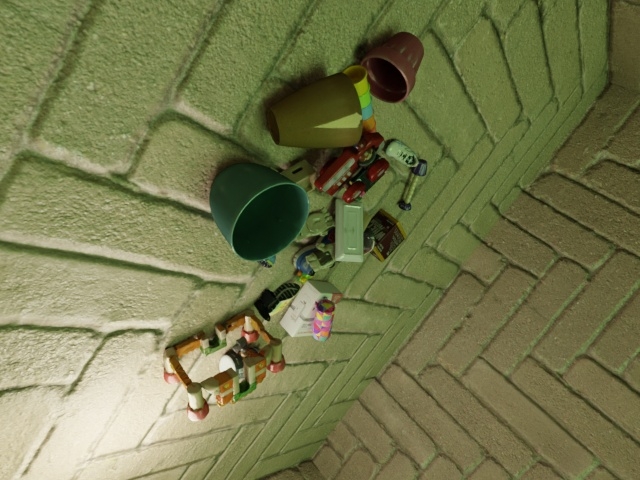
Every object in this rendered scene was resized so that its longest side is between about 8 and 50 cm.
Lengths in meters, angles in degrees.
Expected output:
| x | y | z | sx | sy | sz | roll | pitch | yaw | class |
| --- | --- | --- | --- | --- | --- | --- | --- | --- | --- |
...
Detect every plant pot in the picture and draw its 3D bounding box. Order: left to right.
| x | y | z | sx | sy | sz | roll | pitch | yaw | class |
| --- | --- | --- | --- | --- | --- | --- | --- | --- | --- |
| -0.223 | -0.117 | 1.408 | 0.293 | 0.235 | 0.292 | -31 | 144 | -26 | plant pot |
| -0.032 | -0.388 | 1.385 | 0.255 | 0.237 | 0.237 | -19 | 139 | -17 | plant pot |
| 0.262 | -0.614 | 1.508 | 0.180 | 0.202 | 0.201 | -55 | 150 | -18 | plant pot |

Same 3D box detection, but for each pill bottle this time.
| x | y | z | sx | sy | sz | roll | pitch | yaw | class |
| --- | --- | --- | --- | --- | --- | --- | --- | --- | --- |
| -0.353 | 0.590 | 2.095 | 0.246 | 0.130 | 0.130 | -3 | 127 | -48 | pill bottle |

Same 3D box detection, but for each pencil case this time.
| x | y | z | sx | sy | sz | roll | pitch | yaw | class |
| --- | --- | --- | --- | --- | --- | --- | --- | --- | --- |
| 0.013 | 0.388 | 2.123 | 0.105 | 0.104 | 0.236 | -24 | 137 | -32 | pencil case |

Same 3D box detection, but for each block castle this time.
| x | y | z | sx | sy | sz | roll | pitch | yaw | class |
| --- | --- | --- | --- | --- | --- | --- | --- | --- | --- |
| -0.394 | 0.517 | 1.817 | 0.454 | 0.303 | 0.212 | -24 | 134 | -33 | block castle |

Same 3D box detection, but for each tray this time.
| x | y | z | sx | sy | sz | roll | pitch | yaw | class |
| --- | --- | --- | --- | --- | --- | --- | --- | --- | --- |
| 0.132 | -0.043 | 1.877 | 0.145 | 0.030 | 0.269 | 4 | 83 | -28 | tray |

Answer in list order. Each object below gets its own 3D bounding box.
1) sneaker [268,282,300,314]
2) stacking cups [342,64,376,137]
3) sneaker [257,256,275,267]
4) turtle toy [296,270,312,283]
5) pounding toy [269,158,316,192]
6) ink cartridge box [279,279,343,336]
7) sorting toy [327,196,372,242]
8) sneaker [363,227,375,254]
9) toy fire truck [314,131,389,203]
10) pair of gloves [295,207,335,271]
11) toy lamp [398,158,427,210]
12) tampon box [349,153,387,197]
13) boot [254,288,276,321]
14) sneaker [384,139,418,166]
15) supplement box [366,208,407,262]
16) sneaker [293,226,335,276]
| x | y | z | sx | sy | sz | roll | pitch | yaw | class |
| --- | --- | --- | --- | --- | --- | --- | --- | --- | --- |
| -0.181 | 0.277 | 2.025 | 0.209 | 0.081 | 0.094 | -36 | 153 | -7 | sneaker |
| 0.153 | -0.483 | 1.591 | 0.096 | 0.096 | 0.316 | -42 | 147 | -9 | stacking cups |
| -0.241 | 0.027 | 1.710 | 0.209 | 0.069 | 0.082 | 51 | 50 | -49 | sneaker |
| -0.062 | 0.147 | 2.024 | 0.130 | 0.066 | 0.095 | -39 | 173 | -13 | turtle toy |
| -0.102 | -0.226 | 1.582 | 0.141 | 0.100 | 0.130 | -32 | 158 | -20 | pounding toy |
| -0.046 | 0.348 | 2.207 | 0.207 | 0.117 | 0.282 | 12 | 115 | -54 | ink cartridge box |
| 0.136 | -0.078 | 1.945 | 0.132 | 0.046 | 0.274 | 33 | 80 | -16 | sorting toy |
| 0.144 | 0.043 | 2.068 | 0.163 | 0.106 | 0.281 | -18 | 161 | -25 | sneaker |
| 0.118 | -0.282 | 1.604 | 0.302 | 0.169 | 0.254 | -44 | 170 | 7 | toy fire truck |
| 0.000 | 0.000 | 1.853 | 0.204 | 0.042 | 0.240 | -33 | 101 | -20 | pair of gloves |
| 0.470 | -0.281 | 2.186 | 0.080 | 0.080 | 0.274 | -21 | 140 | -36 | toy lamp |
| 0.177 | -0.288 | 1.814 | 0.161 | 0.101 | 0.120 | -46 | 147 | -3 | tampon box |
| -0.234 | 0.285 | 1.928 | 0.099 | 0.121 | 0.045 | -46 | 150 | 8 | boot |
| 0.370 | -0.389 | 1.950 | 0.237 | 0.086 | 0.085 | 8 | 119 | -51 | sneaker |
| 0.315 | -0.023 | 2.227 | 0.194 | 0.129 | 0.191 | -47 | 147 | -2 | supplement box |
| 0.043 | 0.052 | 1.974 | 0.330 | 0.147 | 0.129 | -39 | 146 | -17 | sneaker |
